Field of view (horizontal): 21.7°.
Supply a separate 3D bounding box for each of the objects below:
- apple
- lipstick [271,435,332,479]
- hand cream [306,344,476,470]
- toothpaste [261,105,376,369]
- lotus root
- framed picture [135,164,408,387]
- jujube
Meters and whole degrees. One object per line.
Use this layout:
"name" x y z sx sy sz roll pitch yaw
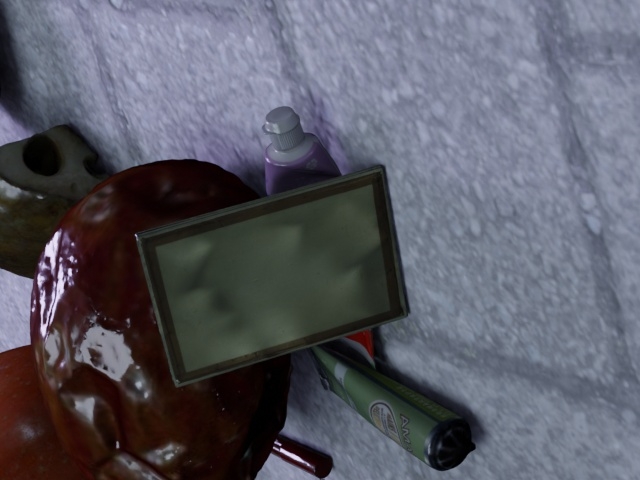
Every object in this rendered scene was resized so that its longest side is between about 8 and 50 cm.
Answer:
"apple" -0.348 0.307 2.136 0.348 0.277 0.348 38 148 29
"lipstick" -0.052 0.230 1.896 0.176 0.027 0.027 19 134 48
"hand cream" 0.062 0.163 1.648 0.235 0.055 0.086 27 149 45
"toothpaste" 0.000 0.000 1.579 0.075 0.048 0.301 8 135 29
"lotus root" -0.354 -0.030 1.958 0.210 0.142 0.314 53 151 2
"framed picture" -0.039 0.034 1.514 0.010 0.231 0.173 -118 15 -56
"jujube" -0.154 0.104 1.695 0.276 0.276 0.377 27 140 39
